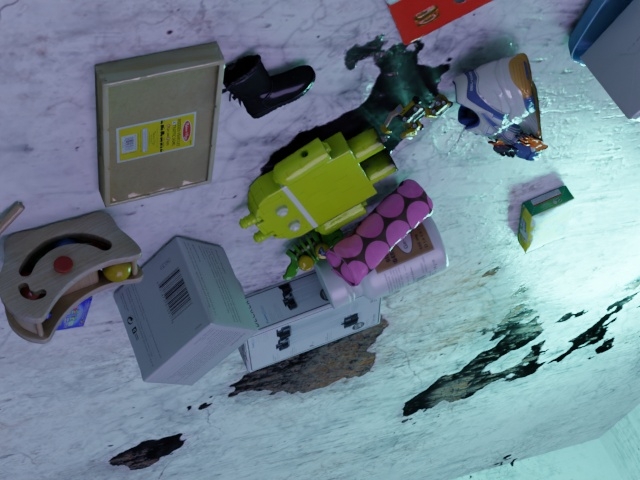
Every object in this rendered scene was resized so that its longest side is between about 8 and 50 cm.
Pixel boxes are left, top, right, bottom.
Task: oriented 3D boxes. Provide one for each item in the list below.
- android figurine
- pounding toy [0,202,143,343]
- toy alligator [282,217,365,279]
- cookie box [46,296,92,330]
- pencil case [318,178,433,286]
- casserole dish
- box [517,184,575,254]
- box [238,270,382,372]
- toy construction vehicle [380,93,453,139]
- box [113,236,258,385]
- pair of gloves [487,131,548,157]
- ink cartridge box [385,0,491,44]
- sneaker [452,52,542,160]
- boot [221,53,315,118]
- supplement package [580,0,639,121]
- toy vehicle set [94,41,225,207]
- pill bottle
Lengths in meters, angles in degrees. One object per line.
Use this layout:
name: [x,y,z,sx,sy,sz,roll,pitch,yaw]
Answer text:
android figurine: [-0.007,-0.083,1.716,0.273,0.056,0.248,-30,152,3]
pounding toy: [-0.394,0.042,1.507,0.270,0.154,0.155,-17,150,-17]
toy alligator: [0.000,0.000,1.869,0.190,0.056,0.051,-36,109,0]
cookie box: [-0.438,0.110,1.703,0.107,0.040,0.092,-8,147,-30]
pencil case: [0.102,-0.014,1.825,0.209,0.095,0.098,-41,170,-15]
casserole dish: [0.463,-0.358,1.656,0.114,0.037,0.188,-10,148,-27]
box: [0.473,-0.038,2.188,0.105,0.043,0.179,-22,149,-7]
box: [-0.028,0.143,2.037,0.290,0.087,0.169,-21,151,-10]
toy construction vehicle: [0.153,-0.204,1.672,0.098,0.035,0.086,-42,159,32]
box: [-0.228,0.121,1.742,0.182,0.181,0.119,-41,147,25]
pair of gloves: [0.324,-0.156,1.706,0.083,0.010,0.074,-12,157,36]
ink cartridge box: [0.219,-0.377,1.326,0.308,0.091,0.385,-26,158,7]
sneaker: [0.295,-0.216,1.716,0.131,0.112,0.296,-10,156,16]
boot: [-0.075,-0.225,1.439,0.121,0.045,0.099,-30,148,8]
supplement package: [0.571,-0.298,1.651,0.203,0.149,0.194,1,141,-43]
toy vehicle set: [-0.226,-0.155,1.440,0.166,0.035,0.267,-14,149,-20]
pill bottle: [0.109,0.036,1.925,0.229,0.131,0.131,-23,151,-5]
